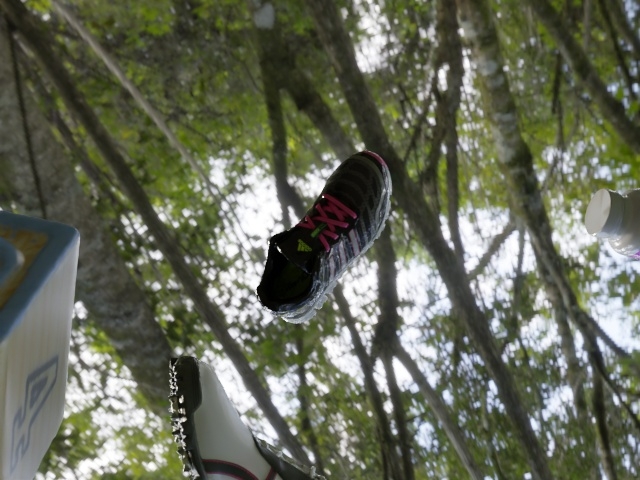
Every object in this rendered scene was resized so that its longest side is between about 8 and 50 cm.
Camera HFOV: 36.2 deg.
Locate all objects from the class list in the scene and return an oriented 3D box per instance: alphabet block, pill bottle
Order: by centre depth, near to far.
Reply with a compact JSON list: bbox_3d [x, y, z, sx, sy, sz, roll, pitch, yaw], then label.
[{"bbox_3d":[0.208,-0.007,0.606,0.083,0.043,0.043,15,-124,-11],"label":"pill bottle"},{"bbox_3d":[-0.307,0.094,0.757,0.193,0.197,0.193,13,-154,0],"label":"alphabet block"}]

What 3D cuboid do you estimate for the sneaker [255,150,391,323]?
[{"bbox_3d":[0.000,0.000,0.828,0.063,0.075,0.170,38,-75,19],"label":"sneaker"}]

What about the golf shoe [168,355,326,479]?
[{"bbox_3d":[-0.056,0.215,0.873,0.120,0.272,0.105,-22,-166,-9],"label":"golf shoe"}]
